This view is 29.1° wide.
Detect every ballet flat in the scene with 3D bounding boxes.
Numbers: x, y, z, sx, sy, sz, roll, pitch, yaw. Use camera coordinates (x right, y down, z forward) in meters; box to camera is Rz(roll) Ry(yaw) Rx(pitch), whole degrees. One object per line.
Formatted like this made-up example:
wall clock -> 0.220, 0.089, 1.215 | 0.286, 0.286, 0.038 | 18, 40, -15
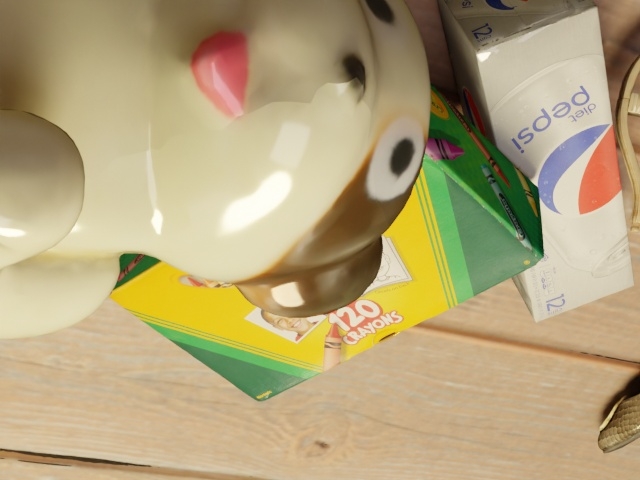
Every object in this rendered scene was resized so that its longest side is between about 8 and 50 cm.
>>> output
ballet flat -> 0.358, 0.123, 1.210 | 0.250, 0.058, 0.084 | -48, 163, 30

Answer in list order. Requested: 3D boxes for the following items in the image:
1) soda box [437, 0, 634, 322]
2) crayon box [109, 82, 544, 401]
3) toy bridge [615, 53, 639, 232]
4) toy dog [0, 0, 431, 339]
soda box -> 0.169, -0.072, 0.945 | 0.091, 0.098, 0.286 | -21, 132, 0
crayon box -> 0.000, 0.000, 0.898 | 0.278, 0.081, 0.165 | -30, 125, 32
toy bridge -> 0.257, -0.098, 0.935 | 0.063, 0.026, 0.188 | 12, 92, -1
toy dog -> -0.147, -0.066, 0.640 | 0.408, 0.284, 0.395 | 1, 168, 0
